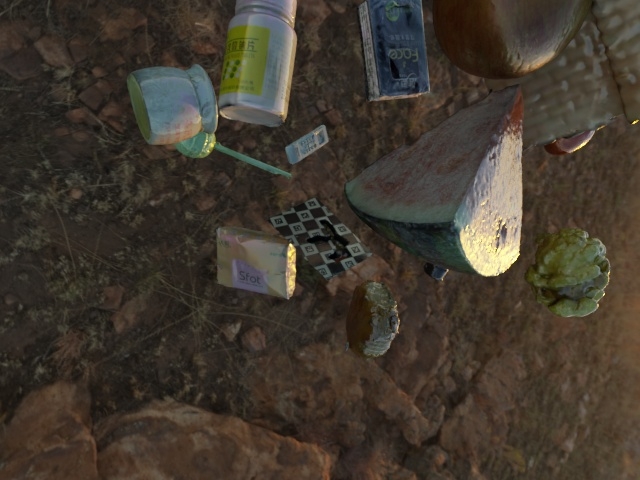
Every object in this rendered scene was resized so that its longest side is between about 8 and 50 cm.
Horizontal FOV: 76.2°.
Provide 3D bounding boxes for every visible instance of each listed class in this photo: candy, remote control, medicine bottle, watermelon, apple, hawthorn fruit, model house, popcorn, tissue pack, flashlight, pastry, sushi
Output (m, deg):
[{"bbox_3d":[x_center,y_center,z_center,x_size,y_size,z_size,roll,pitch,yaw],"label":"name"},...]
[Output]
[{"bbox_3d":[-0.274,-0.285,1.360,0.440,0.119,0.119,15,89,-39],"label":"candy"},{"bbox_3d":[-0.042,-0.301,1.273,0.162,0.029,0.061,-39,134,-28],"label":"remote control"},{"bbox_3d":[-0.186,-0.561,1.255,0.214,0.214,0.378,8,90,-43],"label":"medicine bottle"},{"bbox_3d":[-0.295,-0.275,0.827,0.143,0.147,0.147,-19,112,-29],"label":"medicine bottle"},{"bbox_3d":[0.224,-0.061,0.608,0.283,0.250,0.292,16,131,-26],"label":"watermelon"},{"bbox_3d":[0.269,-0.346,0.585,0.211,0.211,0.188,-56,147,-18],"label":"apple"},{"bbox_3d":[0.585,-0.267,0.962,0.125,0.140,0.125,21,64,-52],"label":"hawthorn fruit"},{"bbox_3d":[0.510,-0.449,0.724,0.400,0.445,0.395,52,56,-17],"label":"model house"},{"bbox_3d":[0.739,0.091,1.237,0.242,0.235,0.250,-15,92,-83],"label":"popcorn"},{"bbox_3d":[0.190,-0.488,1.051,0.173,0.073,0.235,-14,102,-25],"label":"tissue pack"},{"bbox_3d":[0.381,0.011,1.174,0.093,0.093,0.232,0,122,-42],"label":"flashlight"},{"bbox_3d":[0.139,0.220,1.137,0.100,0.229,0.218,11,83,-11],"label":"pastry"},{"bbox_3d":[0.000,0.000,1.195,0.193,0.279,0.043,-28,148,-31],"label":"sushi"},{"bbox_3d":[-0.207,0.065,1.335,0.123,0.257,0.215,-44,141,-63],"label":"tissue pack"}]
